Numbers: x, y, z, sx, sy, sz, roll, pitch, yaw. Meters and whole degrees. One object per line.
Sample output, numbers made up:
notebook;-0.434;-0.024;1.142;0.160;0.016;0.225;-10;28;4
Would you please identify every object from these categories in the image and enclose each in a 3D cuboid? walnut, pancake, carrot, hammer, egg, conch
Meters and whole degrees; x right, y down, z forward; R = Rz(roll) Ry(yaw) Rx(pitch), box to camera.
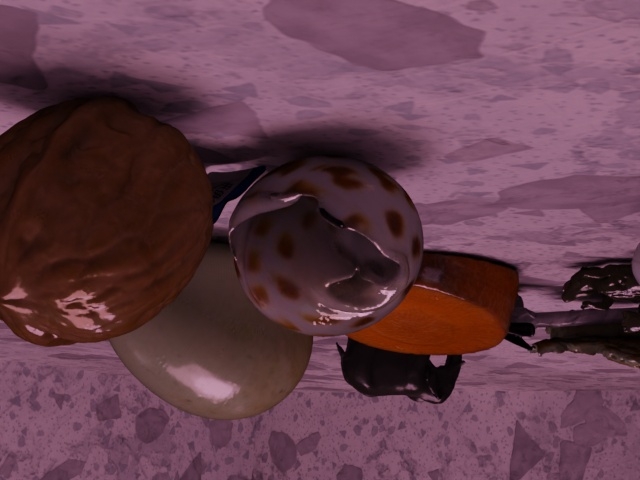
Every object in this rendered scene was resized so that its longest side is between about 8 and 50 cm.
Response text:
walnut;-0.189;-0.013;1.078;0.213;0.213;0.213;3;170;1
pancake;0.501;0.139;1.882;0.304;0.067;0.426;-9;-167;-42
carrot;0.137;0.075;1.821;0.258;0.100;0.307;5;162;2
hammer;0.453;0.099;1.894;0.426;0.044;0.152;-5;-165;5
egg;-0.146;0.106;1.689;0.295;0.219;0.218;25;159;-35
conch;0.000;0.000;1.256;0.275;0.183;0.149;-6;-151;47

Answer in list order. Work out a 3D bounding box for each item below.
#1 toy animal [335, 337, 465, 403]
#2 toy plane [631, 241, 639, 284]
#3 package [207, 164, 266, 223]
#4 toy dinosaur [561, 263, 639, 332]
toy animal;0.143;0.202;2.309;0.245;0.146;0.114;3;169;-5
toy plane;0.438;0.023;1.365;0.244;0.118;0.245;6;-172;-1
package;-0.148;-0.011;1.270;0.173;0.171;0.027;-9;119;53
toy dinosaur;0.405;0.038;1.704;0.187;0.087;0.179;14;-146;32
